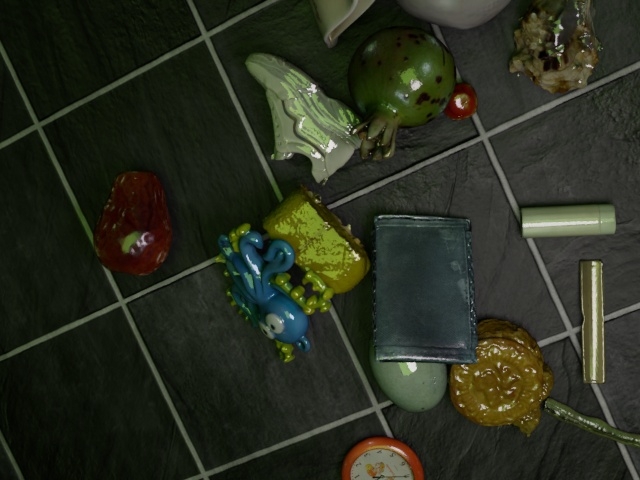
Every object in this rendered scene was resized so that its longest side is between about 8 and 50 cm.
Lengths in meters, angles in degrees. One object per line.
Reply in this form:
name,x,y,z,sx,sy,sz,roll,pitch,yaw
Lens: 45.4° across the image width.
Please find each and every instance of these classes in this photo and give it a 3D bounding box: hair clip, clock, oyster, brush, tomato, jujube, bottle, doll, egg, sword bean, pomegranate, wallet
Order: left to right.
jujube,-0.453,-0.043,1.855,0.189,0.190,0.256,2,91,10
doll,-0.128,0.124,1.766,0.341,0.099,0.346,48,142,-3
hair clip,0.030,-0.526,1.645,0.113,0.282,0.173,-20,96,-32
clock,0.153,0.581,1.888,0.205,0.051,0.205,1,99,9
pomegranate,0.172,-0.321,1.634,0.242,0.306,0.242,4,139,3
egg,0.202,0.287,1.778,0.169,0.169,0.237,-26,89,13
wallet,0.229,0.111,1.725,0.237,0.075,0.342,3,69,-6
tomato,0.313,-0.313,1.724,0.087,0.075,0.087,1,100,7
bottle,0.553,-0.044,1.719,0.201,0.072,0.072,-3,97,10
oyster,0.538,-0.485,1.633,0.197,0.133,0.337,19,105,0
brush,0.623,0.186,1.753,0.054,0.048,0.283,-1,90,8
sword bean,0.650,0.433,1.786,0.269,0.038,0.043,20,126,7

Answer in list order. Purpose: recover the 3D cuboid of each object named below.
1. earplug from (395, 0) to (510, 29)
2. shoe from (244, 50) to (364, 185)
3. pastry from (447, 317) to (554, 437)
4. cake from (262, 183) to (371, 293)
earplug,0.290,-0.642,1.564,0.312,0.312,0.394,21,103,7
shoe,-0.063,-0.279,1.768,0.342,0.132,0.211,38,100,0
pastry,0.412,0.304,1.774,0.235,0.132,0.240,15,107,0
cake,0.000,0.000,1.773,0.156,0.179,0.260,-42,92,14
